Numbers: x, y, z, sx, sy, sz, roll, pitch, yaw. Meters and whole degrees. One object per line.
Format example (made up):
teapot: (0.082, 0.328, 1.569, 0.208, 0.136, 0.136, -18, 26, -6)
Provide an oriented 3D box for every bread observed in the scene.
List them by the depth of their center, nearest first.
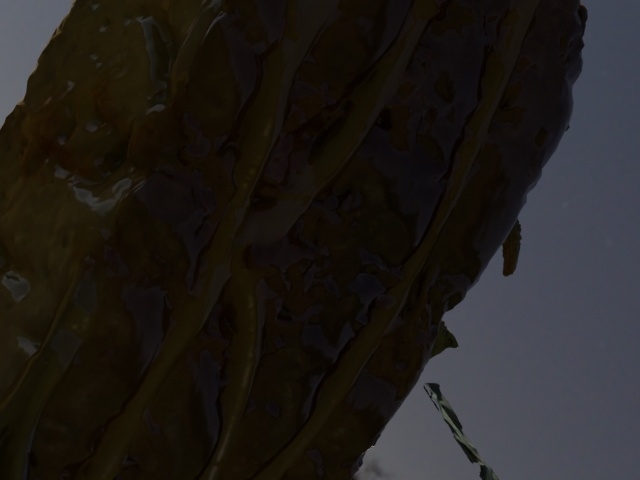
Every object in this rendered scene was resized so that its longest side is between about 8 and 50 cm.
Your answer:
bread: (-0.020, -0.018, 0.471, 0.114, 0.275, 0.185, 29, 0, 42)

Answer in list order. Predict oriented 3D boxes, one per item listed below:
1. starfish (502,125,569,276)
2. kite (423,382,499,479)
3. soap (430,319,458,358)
starfish: (0.076, -0.046, 0.607, 0.130, 0.041, 0.133, 157, -84, -75)
kite: (0.145, 0.204, 0.943, 0.229, 0.012, 0.250, 11, 37, -54)
soap: (0.001, -0.001, 0.959, 0.233, 0.076, 0.135, 50, -4, 30)
